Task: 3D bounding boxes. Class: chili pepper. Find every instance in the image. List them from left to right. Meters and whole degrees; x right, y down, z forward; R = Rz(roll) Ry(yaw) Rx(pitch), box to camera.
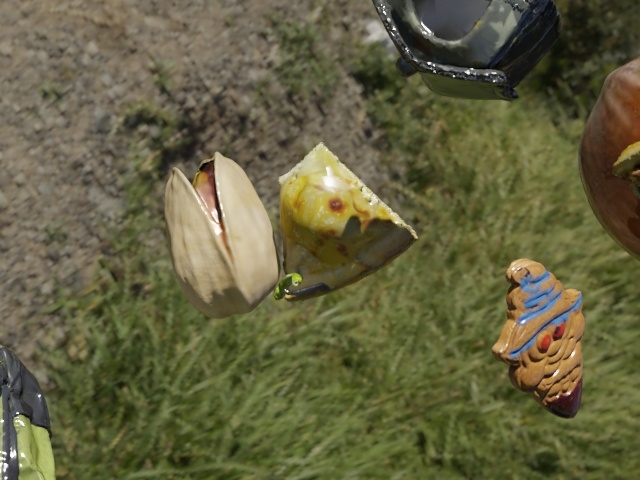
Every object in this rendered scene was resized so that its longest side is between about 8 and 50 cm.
[{"bbox_3d":[-0.039,0.057,1.544,0.017,0.083,0.030,20,62,-16],"label":"chili pepper"}]

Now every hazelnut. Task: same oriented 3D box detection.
[{"bbox_3d":[0.549,-0.116,1.744,0.315,0.372,0.373,21,49,-74],"label":"hazelnut"}]

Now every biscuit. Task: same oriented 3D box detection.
[{"bbox_3d":[0.321,0.147,1.757,0.183,0.043,0.280,-37,116,-27],"label":"biscuit"}]

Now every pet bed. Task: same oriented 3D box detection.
[{"bbox_3d":[0.151,-0.236,1.372,0.183,0.159,0.211,38,9,12],"label":"pet bed"}]

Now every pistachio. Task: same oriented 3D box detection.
[{"bbox_3d":[-0.142,-0.005,1.724,0.157,0.157,0.230,-12,82,-51],"label":"pistachio"}]

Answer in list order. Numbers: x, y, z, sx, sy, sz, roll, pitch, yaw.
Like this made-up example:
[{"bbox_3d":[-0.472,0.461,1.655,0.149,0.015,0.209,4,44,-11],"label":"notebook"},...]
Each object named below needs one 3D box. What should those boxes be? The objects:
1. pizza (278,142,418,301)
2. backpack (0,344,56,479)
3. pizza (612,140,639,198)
[{"bbox_3d":[-0.001,-0.009,1.683,0.188,0.204,0.080,50,13,-5],"label":"pizza"},{"bbox_3d":[-0.382,0.236,1.304,0.253,0.207,0.140,61,-1,38],"label":"backpack"},{"bbox_3d":[0.403,-0.055,1.311,0.046,0.175,0.134,-53,124,-36],"label":"pizza"}]
